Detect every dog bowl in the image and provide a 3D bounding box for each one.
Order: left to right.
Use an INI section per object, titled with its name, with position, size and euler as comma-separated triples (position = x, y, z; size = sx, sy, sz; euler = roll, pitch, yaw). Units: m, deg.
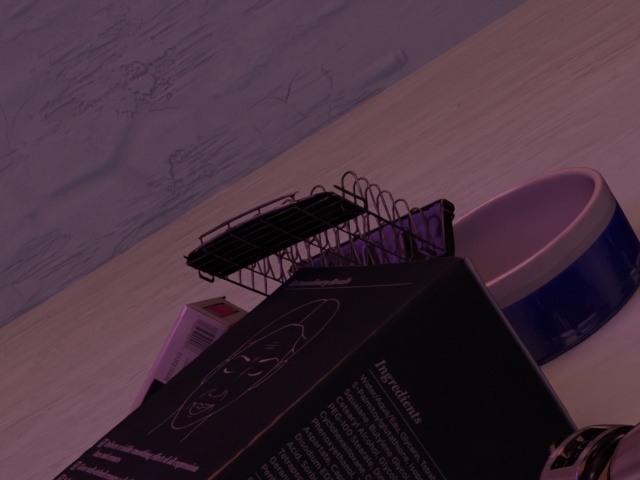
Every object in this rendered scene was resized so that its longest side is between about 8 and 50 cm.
[dog bowl]
position = 0.209, 0.036, 1.364
size = 0.265, 0.104, 0.265
euler = -31, 14, 9

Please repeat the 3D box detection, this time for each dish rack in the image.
[dish rack]
position = 0.000, 0.000, 1.294
size = 0.208, 0.074, 0.271
euler = -26, -28, 27

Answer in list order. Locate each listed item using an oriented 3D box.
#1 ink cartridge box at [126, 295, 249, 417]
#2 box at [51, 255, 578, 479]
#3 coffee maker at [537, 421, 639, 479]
[ink cartridge box]
position = -0.161, 0.163, 1.610
size = 0.175, 0.069, 0.371
euler = -63, -1, 0
[box]
position = -0.032, 0.213, 1.079
size = 0.395, 0.212, 0.293
euler = -40, 14, -23
[coffee maker]
position = 0.228, 0.180, 0.771
size = 0.120, 0.171, 0.178
euler = -15, -14, -18
